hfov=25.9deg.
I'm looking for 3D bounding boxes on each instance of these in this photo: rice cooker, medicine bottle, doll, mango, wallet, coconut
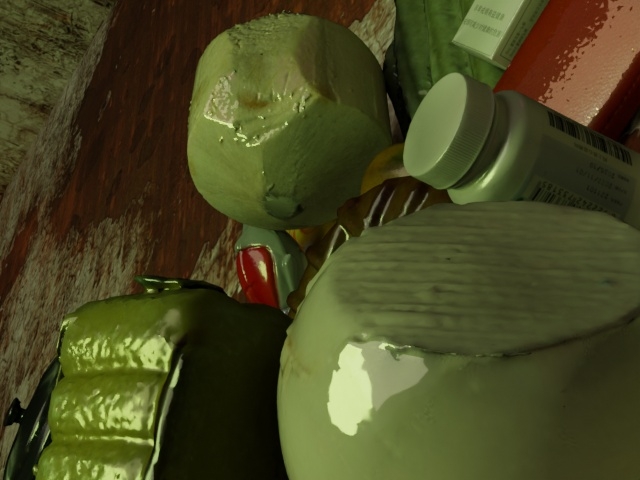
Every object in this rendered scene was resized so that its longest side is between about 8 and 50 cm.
[{"bbox_3d":[-0.287,0.257,1.752,0.241,0.227,0.280,127,163,-53],"label":"rice cooker"},{"bbox_3d":[0.166,-0.056,1.101,0.103,0.187,0.102,-48,29,38],"label":"medicine bottle"},{"bbox_3d":[-0.049,0.051,1.549,0.102,0.075,0.227,-35,70,52],"label":"doll"},{"bbox_3d":[0.106,-0.042,1.342,0.163,0.111,0.089,11,44,48],"label":"mango"},{"bbox_3d":[0.235,-0.161,1.199,0.142,0.045,0.204,49,116,42],"label":"wallet"},{"bbox_3d":[-0.034,-0.121,1.481,0.241,0.241,0.241,-49,28,37],"label":"coconut"}]

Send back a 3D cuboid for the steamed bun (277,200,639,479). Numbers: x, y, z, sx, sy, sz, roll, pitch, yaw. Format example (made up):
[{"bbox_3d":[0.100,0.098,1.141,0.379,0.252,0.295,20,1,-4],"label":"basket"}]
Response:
[{"bbox_3d":[0.121,0.142,0.926,0.309,0.309,0.309,-49,28,37],"label":"steamed bun"}]

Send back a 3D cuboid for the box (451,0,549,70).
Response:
[{"bbox_3d":[0.189,-0.237,1.294,0.154,0.040,0.084,-60,26,6],"label":"box"}]

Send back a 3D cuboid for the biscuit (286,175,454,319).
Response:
[{"bbox_3d":[0.068,0.105,1.218,0.332,0.103,0.332,-29,55,51],"label":"biscuit"}]

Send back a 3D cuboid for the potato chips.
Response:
[{"bbox_3d":[0.183,-0.261,1.438,0.358,0.070,0.429,-41,35,39],"label":"potato chips"}]

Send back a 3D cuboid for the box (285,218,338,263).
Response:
[{"bbox_3d":[0.000,0.000,1.624,0.269,0.043,0.152,-47,33,40],"label":"box"}]

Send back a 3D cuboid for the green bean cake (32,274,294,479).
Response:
[{"bbox_3d":[-0.090,0.201,1.049,0.202,0.285,0.310,-1,71,41],"label":"green bean cake"}]
